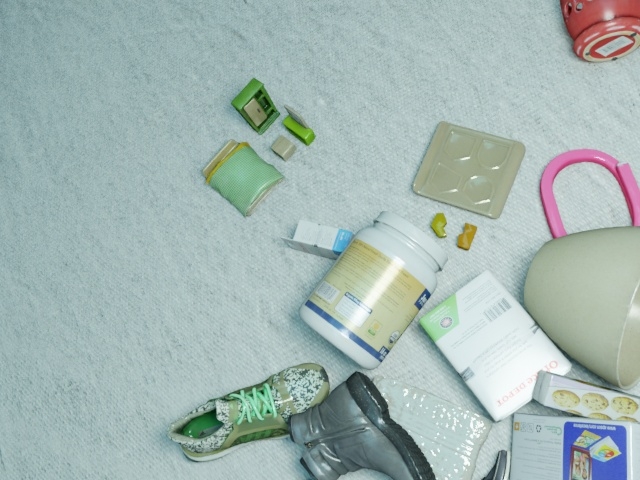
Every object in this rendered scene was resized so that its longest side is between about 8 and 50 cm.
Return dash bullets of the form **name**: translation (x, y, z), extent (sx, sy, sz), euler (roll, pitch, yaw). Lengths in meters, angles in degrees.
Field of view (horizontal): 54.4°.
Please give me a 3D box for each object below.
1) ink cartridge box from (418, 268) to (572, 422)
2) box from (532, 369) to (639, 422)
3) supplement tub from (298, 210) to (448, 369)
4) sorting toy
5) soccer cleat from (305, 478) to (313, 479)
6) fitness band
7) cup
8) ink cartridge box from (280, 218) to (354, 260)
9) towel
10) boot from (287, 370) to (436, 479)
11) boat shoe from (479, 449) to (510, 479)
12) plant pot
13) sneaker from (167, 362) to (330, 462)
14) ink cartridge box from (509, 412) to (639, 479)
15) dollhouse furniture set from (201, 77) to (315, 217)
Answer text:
- **ink cartridge box**: translation (0.382, 0.235, 1.381), extent (0.198, 0.115, 0.273), euler (-36, 66, 1)
- **box**: translation (0.592, 0.334, 1.248), extent (0.324, 0.063, 0.067), euler (17, 89, -3)
- **supplement tub**: translation (0.124, 0.112, 1.436), extent (0.228, 0.228, 0.316), euler (35, 84, 23)
- **sorting toy**: translation (0.355, -0.136, 1.566), extent (0.229, 0.041, 0.307), euler (21, 78, 17)
- **soccer cleat**: translation (-0.129, 0.605, 1.396), extent (0.318, 0.116, 0.108), euler (-17, 68, 9)
- **fitness band**: translation (0.634, -0.084, 1.457), extent (0.209, 0.054, 0.290), euler (-13, 67, 11)
- **cup**: translation (0.568, 0.108, 1.290), extent (0.237, 0.331, 0.331), euler (20, 77, 41)
- **ink cartridge box**: translation (0.000, 0.000, 1.578), extent (0.180, 0.104, 0.060), euler (14, 76, 19)
- **towel**: translation (0.220, 0.432, 1.397), extent (0.282, 0.049, 0.187), euler (20, 79, 20)
- **boot**: translation (0.090, 0.476, 1.347), extent (0.223, 0.118, 0.338), euler (-40, 61, 8)
- **boat shoe**: translation (0.346, 0.534, 1.311), extent (0.065, 0.075, 0.206), euler (18, 82, 18)
- **plant pot**: translation (0.697, -0.549, 1.528), extent (0.191, 0.191, 0.174), euler (-6, 73, 14)
- **sneaker**: translation (-0.171, 0.401, 1.444), extent (0.410, 0.182, 0.158), euler (-27, 66, 5)
- **ink cartridge box**: translation (0.480, 0.493, 1.184), extent (0.072, 0.304, 0.307), euler (13, 74, -23)
- **dollhouse furniture set**: translation (-0.189, -0.248, 1.692), extent (0.197, 0.151, 0.301), euler (39, 85, 24)
